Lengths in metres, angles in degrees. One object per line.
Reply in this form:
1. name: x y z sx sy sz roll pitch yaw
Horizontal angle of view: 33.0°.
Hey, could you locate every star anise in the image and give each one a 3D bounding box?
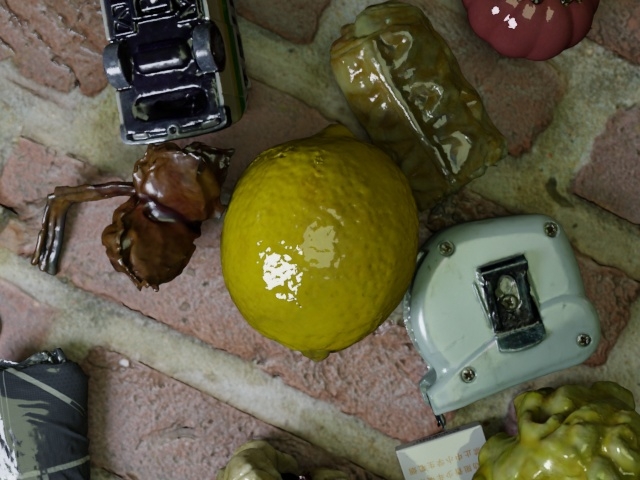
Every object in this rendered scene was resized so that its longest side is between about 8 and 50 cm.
1. star anise: -0.227 -0.021 1.311 0.148 0.346 0.237 46 43 -29

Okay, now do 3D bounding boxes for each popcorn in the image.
1. popcorn: 0.321 0.289 1.329 0.235 0.250 0.241 12 82 -30

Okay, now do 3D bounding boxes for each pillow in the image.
1. pillow: -0.358 0.307 1.374 0.162 0.092 0.335 -6 93 -8

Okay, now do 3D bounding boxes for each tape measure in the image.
1. tape measure: 0.224 0.091 1.400 0.243 0.125 0.246 -20 94 -4

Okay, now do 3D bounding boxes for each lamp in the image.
1. lamp: 0.267 -0.314 1.392 0.182 0.140 0.182 3 74 -10

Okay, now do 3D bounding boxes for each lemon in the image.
1. lemon: -0.001 0.001 1.319 0.267 0.267 0.267 0 92 -5

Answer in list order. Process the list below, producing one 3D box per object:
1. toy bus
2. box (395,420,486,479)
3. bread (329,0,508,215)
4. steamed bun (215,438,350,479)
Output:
1. toy bus: -0.179 -0.273 1.328 0.143 0.179 0.305 -9 92 14
2. box: 0.191 0.364 1.446 0.122 0.032 0.220 -18 92 3
3. bread: 0.119 -0.177 1.383 0.152 0.130 0.267 -31 94 6
4. steamed bun: -0.052 0.323 1.351 0.178 0.192 0.106 20 105 4
